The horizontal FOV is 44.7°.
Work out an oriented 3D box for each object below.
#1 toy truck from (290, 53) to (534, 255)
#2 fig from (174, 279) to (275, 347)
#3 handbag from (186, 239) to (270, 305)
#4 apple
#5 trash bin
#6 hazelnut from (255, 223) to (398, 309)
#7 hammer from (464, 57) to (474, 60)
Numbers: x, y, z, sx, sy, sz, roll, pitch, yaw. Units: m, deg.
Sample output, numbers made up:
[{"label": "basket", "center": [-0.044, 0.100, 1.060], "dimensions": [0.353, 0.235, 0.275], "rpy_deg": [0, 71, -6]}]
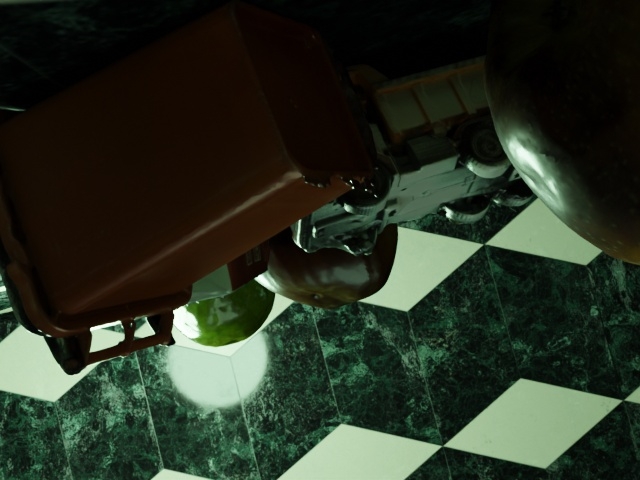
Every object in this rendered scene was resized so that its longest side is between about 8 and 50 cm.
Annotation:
[{"label": "toy truck", "center": [0.092, -0.086, 0.655], "dimensions": [0.271, 0.135, 0.114], "rpy_deg": [-17, 156, -12]}, {"label": "fig", "center": [-0.167, 0.057, 1.423], "dimensions": [0.233, 0.233, 0.314], "rpy_deg": [-12, 154, -40]}, {"label": "handbag", "center": [-0.160, -0.014, 0.883], "dimensions": [0.171, 0.151, 0.298], "rpy_deg": [-11, -176, 6]}, {"label": "apple", "center": [0.198, -0.093, 0.402], "dimensions": [0.230, 0.229, 0.230], "rpy_deg": [-14, 177, -1]}, {"label": "trash bin", "center": [-0.093, -0.033, 0.516], "dimensions": [0.239, 0.184, 0.161], "rpy_deg": [-23, 173, 28]}, {"label": "hazelnut", "center": [0.000, 0.000, 1.100], "dimensions": [0.217, 0.217, 0.252], "rpy_deg": [-12, 180, -42]}, {"label": "hammer", "center": [0.122, -0.146, 0.805], "dimensions": [0.078, 0.021, 0.201], "rpy_deg": [-14, 176, -7]}]
